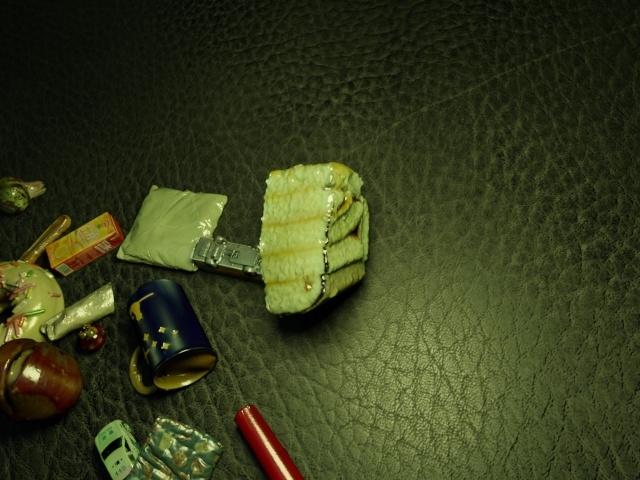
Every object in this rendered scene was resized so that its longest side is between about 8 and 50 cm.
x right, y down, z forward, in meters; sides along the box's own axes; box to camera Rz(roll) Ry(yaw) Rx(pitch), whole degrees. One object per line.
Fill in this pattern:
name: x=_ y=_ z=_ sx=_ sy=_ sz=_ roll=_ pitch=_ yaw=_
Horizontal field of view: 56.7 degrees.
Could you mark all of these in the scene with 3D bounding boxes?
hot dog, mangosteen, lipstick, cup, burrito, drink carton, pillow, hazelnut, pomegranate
hot dog: x=-0.888 y=0.005 z=1.921 sx=0.066 sy=0.047 sz=0.216 roll=25 pitch=71 yaw=41
mangosteen: x=-0.655 y=0.276 z=1.690 sx=0.080 sy=0.081 sz=0.081 roll=-6 pitch=61 yaw=12
lipstick: x=-0.113 y=0.519 z=1.418 sx=0.073 sy=0.073 sz=0.280 roll=-37 pitch=60 yaw=-7
cup: x=-0.439 y=0.266 z=1.583 sx=0.255 sy=0.178 sz=0.256 roll=-32 pitch=57 yaw=-5
burrito: x=-0.691 y=0.213 z=1.715 sx=0.226 sy=0.060 sz=0.087 roll=-30 pitch=93 yaw=-22
drink carton: x=-0.736 y=0.012 z=1.861 sx=0.222 sy=0.071 sz=0.096 roll=-31 pitch=57 yaw=-3
pillow: x=-0.367 y=0.574 z=1.435 sx=0.188 sy=0.034 sz=0.256 roll=27 pitch=69 yaw=-3
hazelnut: x=-0.767 y=0.375 z=1.593 sx=0.251 sy=0.217 sz=0.217 roll=20 pitch=65 yaw=-8
pillow: x=-0.455 y=-0.046 z=1.815 sx=0.280 sy=0.076 sz=0.275 roll=9 pitch=63 yaw=19
pomegranate: x=-1.028 y=-0.166 z=2.006 sx=0.163 sy=0.126 sz=0.138 roll=-40 pitch=47 yaw=-10

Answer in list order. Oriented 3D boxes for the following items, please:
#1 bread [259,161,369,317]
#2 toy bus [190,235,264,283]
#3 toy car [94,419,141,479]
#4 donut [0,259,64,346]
bread: x=0.002 y=0.009 z=1.556 sx=0.239 sy=0.264 sz=0.396 roll=-5 pitch=78 yaw=34
toy bus: x=-0.229 y=0.059 z=1.680 sx=0.268 sy=0.106 sz=0.092 roll=11 pitch=65 yaw=18
toy car: x=-0.502 y=0.554 z=1.499 sx=0.090 sy=0.076 sz=0.224 roll=-40 pitch=60 yaw=-7
donut: x=-0.920 y=0.210 z=1.754 sx=0.307 sy=0.150 sz=0.371 roll=-36 pitch=60 yaw=-10
